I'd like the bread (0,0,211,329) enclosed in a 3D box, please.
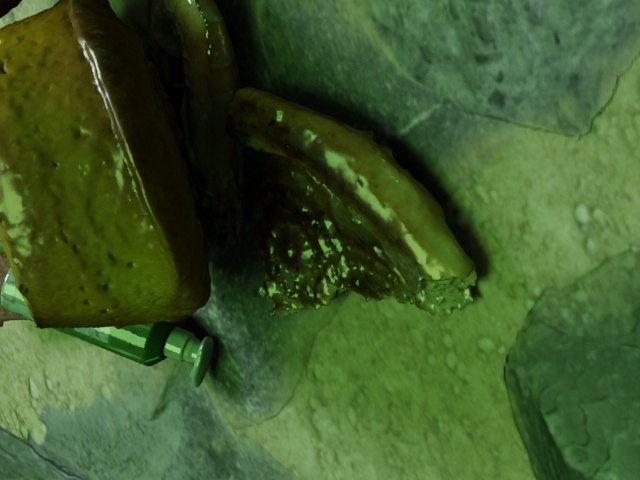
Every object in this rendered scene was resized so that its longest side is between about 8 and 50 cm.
[{"bbox_3d":[-0.198,-0.059,1.617,0.312,0.172,0.312,162,90,-81],"label":"bread"}]

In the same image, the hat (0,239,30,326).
[{"bbox_3d":[-0.316,-0.038,1.884,0.237,0.107,0.286,0,115,33],"label":"hat"}]

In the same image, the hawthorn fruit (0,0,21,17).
[{"bbox_3d":[-0.325,-0.308,1.647,0.298,0.277,0.277,-2,106,41],"label":"hawthorn fruit"}]

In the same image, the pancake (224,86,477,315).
[{"bbox_3d":[0.000,0.000,1.561,0.266,0.057,0.244,51,140,20],"label":"pancake"}]

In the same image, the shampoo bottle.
[{"bbox_3d":[-0.193,0.073,1.793,0.204,0.065,0.065,20,126,16],"label":"shampoo bottle"}]

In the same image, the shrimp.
[{"bbox_3d":[-0.103,-0.115,1.645,0.143,0.052,0.251,27,126,59],"label":"shrimp"}]
